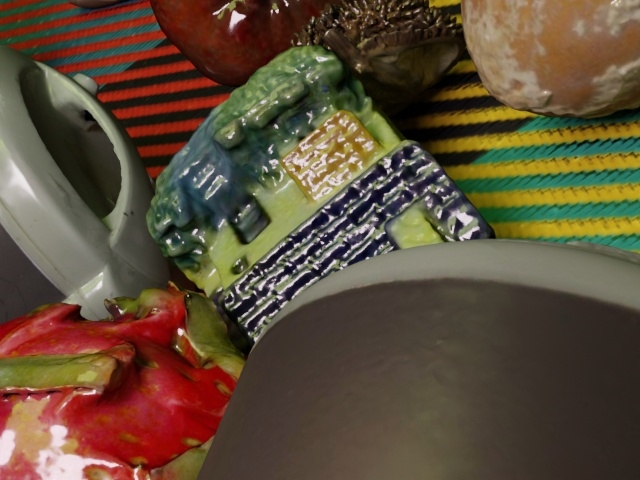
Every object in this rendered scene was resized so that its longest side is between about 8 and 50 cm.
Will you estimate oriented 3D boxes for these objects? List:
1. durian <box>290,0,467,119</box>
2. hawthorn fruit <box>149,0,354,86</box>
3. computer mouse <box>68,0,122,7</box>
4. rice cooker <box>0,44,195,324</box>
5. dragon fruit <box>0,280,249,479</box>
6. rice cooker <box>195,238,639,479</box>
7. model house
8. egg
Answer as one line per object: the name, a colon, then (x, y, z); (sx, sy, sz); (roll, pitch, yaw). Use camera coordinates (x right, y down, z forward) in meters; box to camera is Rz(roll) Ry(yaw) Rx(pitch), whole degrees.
durian: (0.031, -0.150, 1.252); (0.148, 0.188, 0.091); (-37, 76, 14)
hawthorn fruit: (-0.059, -0.236, 1.446); (0.208, 0.208, 0.248); (-46, 12, -5)
computer mouse: (-0.213, -0.344, 1.840); (0.236, 0.082, 0.145); (-7, 47, 42)
rice cooker: (-0.260, 0.006, 1.301); (0.277, 0.288, 0.288); (-35, 33, 13)
dragon fruit: (-0.140, 0.154, 1.035); (0.302, 0.231, 0.237); (-11, 9, 31)
rice cooker: (0.076, 0.205, 0.668); (0.335, 0.335, 0.325); (-14, 42, 38)
model house: (0.000, 0.000, 1.119); (0.194, 0.170, 0.211); (-39, 33, 3)
egg: (0.197, -0.186, 1.101); (0.233, 0.195, 0.195); (-39, 32, 0)
